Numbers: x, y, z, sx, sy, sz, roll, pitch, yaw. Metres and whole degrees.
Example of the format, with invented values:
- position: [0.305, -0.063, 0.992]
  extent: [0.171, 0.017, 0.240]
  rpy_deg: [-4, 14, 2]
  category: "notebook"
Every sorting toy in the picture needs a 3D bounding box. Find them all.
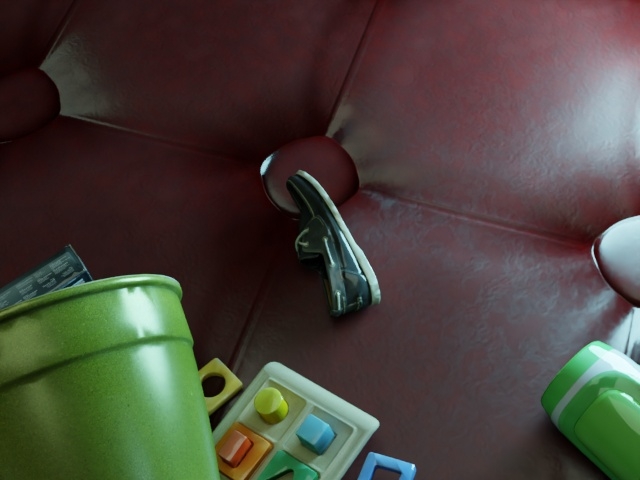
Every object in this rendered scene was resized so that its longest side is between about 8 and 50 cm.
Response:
- position: [-0.054, 0.249, 1.247]
  extent: [0.347, 0.047, 0.196]
  rpy_deg: [25, 62, 31]
  category: "sorting toy"

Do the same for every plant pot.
- position: [-0.261, 0.276, 1.133]
  extent: [0.366, 0.366, 0.353]
  rpy_deg: [-23, 77, -9]
  category: "plant pot"

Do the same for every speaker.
- position: [0.408, 0.256, 1.203]
  extent: [0.131, 0.131, 0.296]
  rpy_deg: [-38, 64, -17]
  category: "speaker"

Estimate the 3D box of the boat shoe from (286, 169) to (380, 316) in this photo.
- position: [0.000, 0.000, 1.408]
  extent: [0.079, 0.084, 0.233]
  rpy_deg: [-23, 64, -9]
  category: "boat shoe"

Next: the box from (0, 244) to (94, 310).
- position: [-0.383, 0.122, 1.314]
  extent: [0.220, 0.175, 0.051]
  rpy_deg: [-35, 63, -14]
  category: "box"
